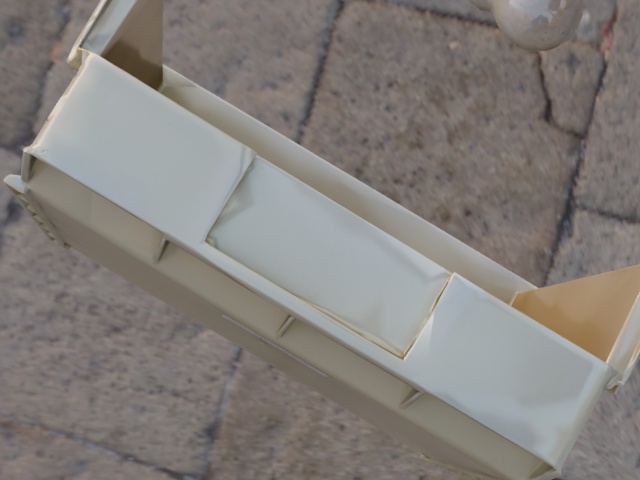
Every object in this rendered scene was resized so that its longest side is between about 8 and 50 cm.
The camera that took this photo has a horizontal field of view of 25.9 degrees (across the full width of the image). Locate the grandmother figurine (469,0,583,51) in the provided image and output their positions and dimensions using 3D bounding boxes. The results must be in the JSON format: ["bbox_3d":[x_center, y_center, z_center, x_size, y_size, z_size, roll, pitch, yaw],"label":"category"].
[{"bbox_3d":[0.078,-0.169,0.437,0.342,0.104,0.208,24,86,47],"label":"grandmother figurine"}]

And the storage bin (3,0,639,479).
[{"bbox_3d":[0.000,0.000,0.668,0.262,0.260,0.123,31,81,-2],"label":"storage bin"}]
